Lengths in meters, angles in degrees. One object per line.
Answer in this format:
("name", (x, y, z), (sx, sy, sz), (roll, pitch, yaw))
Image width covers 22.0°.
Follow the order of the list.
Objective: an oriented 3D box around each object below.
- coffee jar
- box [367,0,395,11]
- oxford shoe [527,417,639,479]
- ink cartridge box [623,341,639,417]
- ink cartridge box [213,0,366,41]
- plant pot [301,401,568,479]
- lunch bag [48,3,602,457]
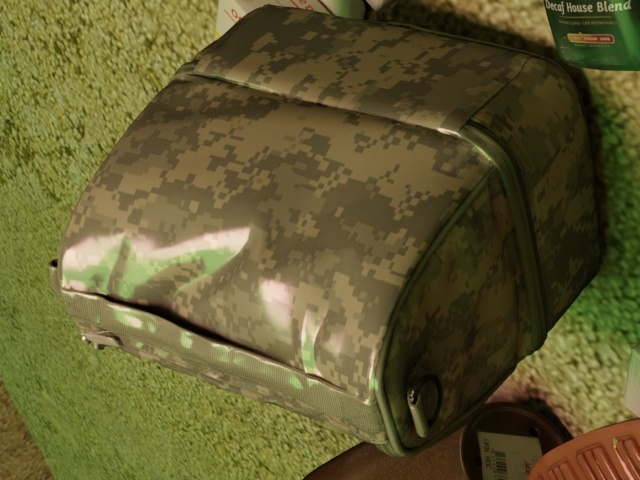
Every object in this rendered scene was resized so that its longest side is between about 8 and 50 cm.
("coffee jar", (0.150, -0.187, 0.886), (0.096, 0.079, 0.184), (14, 131, 56))
("box", (0.026, -0.259, 1.080), (0.145, 0.038, 0.186), (51, 154, 15))
("oxford shoe", (0.226, 0.203, 1.129), (0.140, 0.146, 0.397), (63, 160, 20))
("ink cartridge box", (0.257, 0.118, 1.105), (0.115, 0.029, 0.063), (39, 149, 32))
("ink cartridge box", (-0.030, -0.146, 1.287), (0.104, 0.061, 0.181), (47, 153, 20))
("plant pot", (0.105, 0.229, 1.340), (0.215, 0.215, 0.230), (53, 141, 11))
("lunch bag", (0.000, 0.000, 1.101), (0.305, 0.256, 0.212), (18, 137, 33))
